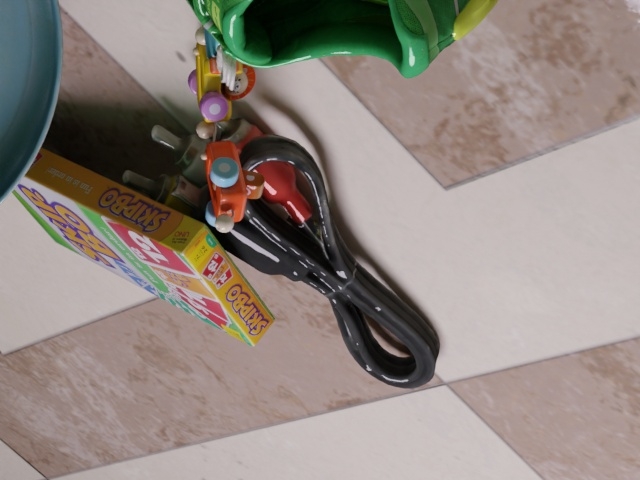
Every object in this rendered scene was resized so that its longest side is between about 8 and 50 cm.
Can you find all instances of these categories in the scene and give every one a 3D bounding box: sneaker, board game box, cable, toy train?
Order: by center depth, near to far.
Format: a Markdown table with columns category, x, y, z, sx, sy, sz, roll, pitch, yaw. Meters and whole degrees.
| category | x | y | z | sx | sy | sz | roll | pitch | yaw |
| --- | --- | --- | --- | --- | --- | --- | --- | --- | --- |
| sneaker | -0.045 | -0.172 | 0.972 | 0.295 | 0.123 | 0.109 | 18 | 145 | 21 |
| toy train | -0.053 | -0.090 | 1.114 | 0.046 | 0.125 | 0.166 | -6 | 143 | -13 |
| cable | 0.000 | 0.000 | 1.253 | 0.287 | 0.072 | 0.139 | 34 | 132 | -26 |
| board game box | -0.155 | -0.009 | 1.295 | 0.259 | 0.039 | 0.124 | 27 | 161 | 39 |

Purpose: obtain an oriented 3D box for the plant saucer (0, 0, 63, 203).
| category | x | y | z | sx | sy | sz | roll | pitch | yaw |
| --- | --- | --- | --- | --- | --- | --- | --- | --- | --- |
| plant saucer | -0.328 | -0.140 | 1.166 | 0.317 | 0.044 | 0.318 | 1 | 103 | 3 |
